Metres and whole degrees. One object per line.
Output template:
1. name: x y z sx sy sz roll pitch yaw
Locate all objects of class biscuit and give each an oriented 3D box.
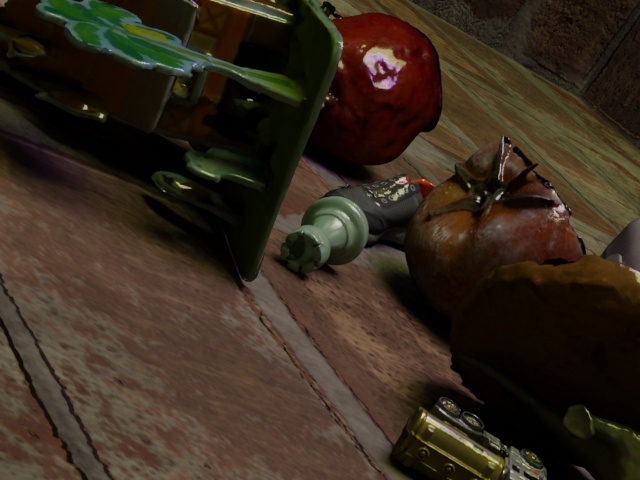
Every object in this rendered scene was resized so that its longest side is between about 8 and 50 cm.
1. biscuit: 0.237 0.120 1.419 0.296 0.075 0.296 24 -28 13

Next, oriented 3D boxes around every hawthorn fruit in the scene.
1. hawthorn fruit: 0.040 -0.174 2.007 0.189 0.189 0.251 37 28 7

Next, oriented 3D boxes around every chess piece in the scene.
1. chess piece: 0.000 0.000 1.575 0.067 0.067 0.103 37 24 8

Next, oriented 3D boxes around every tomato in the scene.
1. tomato: 0.166 0.013 1.697 0.180 0.155 0.214 68 -8 -29

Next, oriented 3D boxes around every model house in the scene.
1. model house: -0.175 -0.151 1.470 0.313 0.242 0.357 13 23 -17

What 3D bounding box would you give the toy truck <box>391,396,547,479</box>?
1. toy truck: 0.114 0.172 1.289 0.123 0.052 0.063 32 19 -7

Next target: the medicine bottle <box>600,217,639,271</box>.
1. medicine bottle: 0.415 0.127 1.848 0.282 0.123 0.375 34 29 -6

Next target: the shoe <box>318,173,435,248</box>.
1. shoe: 0.065 -0.041 1.810 0.074 0.077 0.194 43 16 26

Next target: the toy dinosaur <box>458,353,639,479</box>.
1. toy dinosaur: 0.319 0.234 1.371 0.301 0.087 0.447 22 18 -51
